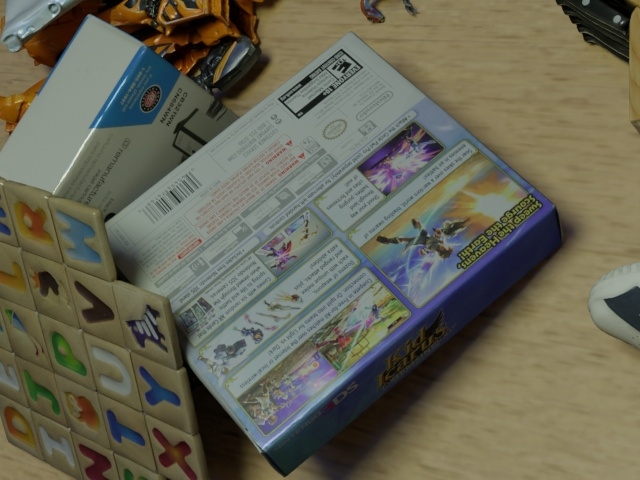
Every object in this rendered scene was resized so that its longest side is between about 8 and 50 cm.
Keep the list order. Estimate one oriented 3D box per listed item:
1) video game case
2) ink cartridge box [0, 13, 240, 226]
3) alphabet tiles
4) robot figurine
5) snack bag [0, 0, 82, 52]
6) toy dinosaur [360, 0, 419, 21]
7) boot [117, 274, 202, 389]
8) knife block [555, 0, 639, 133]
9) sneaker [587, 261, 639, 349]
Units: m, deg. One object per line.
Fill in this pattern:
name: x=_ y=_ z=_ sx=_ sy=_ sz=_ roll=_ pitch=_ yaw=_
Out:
video game case: x=0.000 y=0.000 z=0.929 sx=0.269 sy=0.061 sz=0.244 roll=-39 pitch=56 yaw=-7
ink cartridge box: x=-0.145 y=-0.068 z=1.024 sx=0.086 sy=0.203 sz=0.148 roll=30 pitch=88 yaw=37
alphabet tiles: x=-0.220 y=0.081 z=0.995 sx=0.342 sy=0.285 sz=0.011 roll=16 pitch=36 yaw=40
robot figurine: x=-0.178 y=-0.198 z=1.178 sx=0.291 sy=0.085 sz=0.211 roll=-20 pitch=58 yaw=26
snack bag: x=-0.183 y=-0.358 z=1.227 sx=0.323 sy=0.037 sz=0.343 roll=-31 pitch=40 yaw=14
toy dinosaur: x=0.073 y=-0.222 z=1.064 sx=0.082 sy=0.047 sz=0.090 roll=-17 pitch=27 yaw=37
boot: x=-0.099 y=0.114 z=1.011 sx=0.197 sy=0.077 sz=0.137 roll=20 pitch=103 yaw=26
knife block: x=0.292 y=-0.179 z=0.851 sx=0.275 sy=0.088 sz=0.242 roll=-6 pitch=67 yaw=32
sneaker: x=0.250 y=0.111 z=0.745 sx=0.235 sy=0.094 sz=0.153 roll=20 pitch=73 yaw=28
